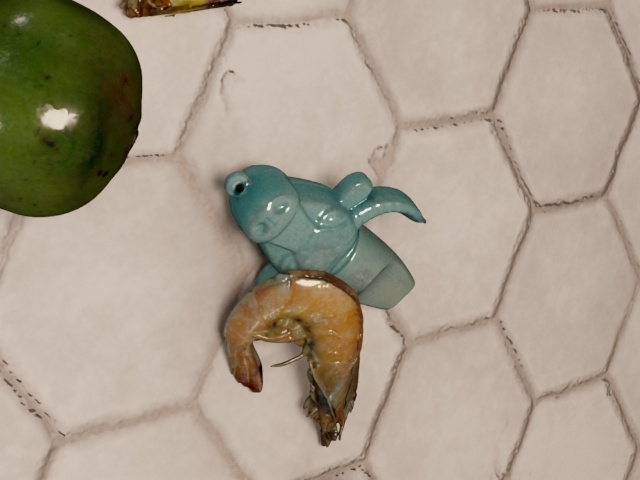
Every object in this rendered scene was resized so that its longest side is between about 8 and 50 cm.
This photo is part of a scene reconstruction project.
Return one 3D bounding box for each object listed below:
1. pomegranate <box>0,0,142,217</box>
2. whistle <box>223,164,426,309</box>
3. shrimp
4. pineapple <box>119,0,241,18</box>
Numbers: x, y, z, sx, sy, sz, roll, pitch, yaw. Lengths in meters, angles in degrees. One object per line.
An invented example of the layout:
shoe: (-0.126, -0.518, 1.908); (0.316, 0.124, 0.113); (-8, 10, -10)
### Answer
pomegranate: (-0.257, -0.120, 0.867); (0.225, 0.187, 0.187); (19, 85, -13)
whistle: (0.000, 0.000, 1.117); (0.274, 0.093, 0.186); (33, 103, -38)
shrimp: (-0.023, 0.131, 1.124); (0.144, 0.052, 0.251); (-7, 121, -1)
pineapple: (-0.123, -0.255, 0.999); (0.116, 0.069, 0.137); (33, 75, -34)
